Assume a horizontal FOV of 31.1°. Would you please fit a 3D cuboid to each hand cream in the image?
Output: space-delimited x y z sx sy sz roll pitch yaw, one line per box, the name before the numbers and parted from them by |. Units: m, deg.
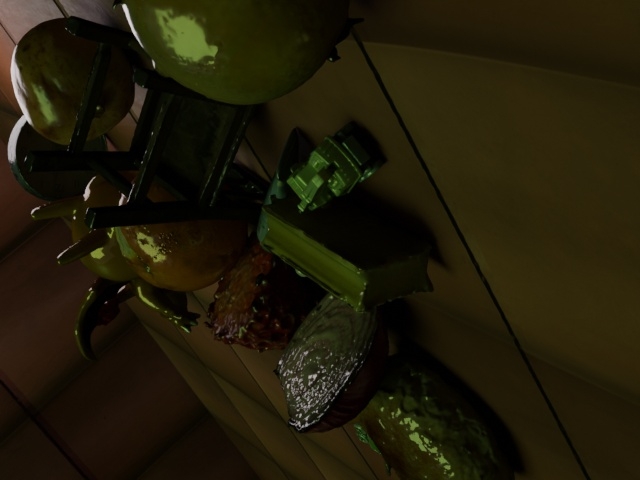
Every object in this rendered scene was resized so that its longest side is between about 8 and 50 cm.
hand cream | -0.062 -0.060 1.689 0.055 0.088 0.256 19 149 5

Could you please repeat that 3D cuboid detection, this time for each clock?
clock | -0.560 -0.189 2.468 0.042 0.215 0.215 9 138 56

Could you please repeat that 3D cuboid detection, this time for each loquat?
loquat | -0.077 -0.250 1.158 0.244 0.244 0.244 43 162 17

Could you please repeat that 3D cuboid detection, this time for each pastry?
pastry | 0.177 0.323 1.917 0.329 0.136 0.329 44 163 17

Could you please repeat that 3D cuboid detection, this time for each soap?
soap | 0.034 0.006 1.556 0.233 0.135 0.076 34 129 43

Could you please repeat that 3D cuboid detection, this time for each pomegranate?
pomegranate | -0.423 -0.265 1.962 0.215 0.215 0.215 43 162 17

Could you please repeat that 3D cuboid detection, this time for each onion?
onion | 0.046 0.192 1.840 0.111 0.247 0.250 32 -165 -22

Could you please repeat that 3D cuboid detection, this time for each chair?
chair | -0.186 -0.166 1.695 0.203 0.416 0.240 36 115 33

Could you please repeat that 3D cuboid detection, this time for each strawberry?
strawberry | -0.082 0.102 2.069 0.178 0.234 0.234 23 174 -25

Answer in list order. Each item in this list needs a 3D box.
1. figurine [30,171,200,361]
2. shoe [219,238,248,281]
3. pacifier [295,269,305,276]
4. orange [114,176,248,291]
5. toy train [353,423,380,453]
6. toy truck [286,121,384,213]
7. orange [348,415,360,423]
figurine | -0.373 0.035 2.302 0.268 0.401 0.387 16 156 25
shoe | -0.140 0.085 2.279 0.108 0.093 0.241 19 129 26
pacifier | -0.007 0.027 1.824 0.099 0.078 0.081 46 -176 5
orange | -0.249 -0.024 2.045 0.240 0.240 0.240 43 162 17
toy train | 0.106 0.367 2.324 0.081 0.060 0.202 31 157 26
toy truck | 0.008 -0.086 1.491 0.077 0.100 0.169 51 162 -4
orange | 0.054 0.261 2.117 0.155 0.134 0.154 160 90 -83
